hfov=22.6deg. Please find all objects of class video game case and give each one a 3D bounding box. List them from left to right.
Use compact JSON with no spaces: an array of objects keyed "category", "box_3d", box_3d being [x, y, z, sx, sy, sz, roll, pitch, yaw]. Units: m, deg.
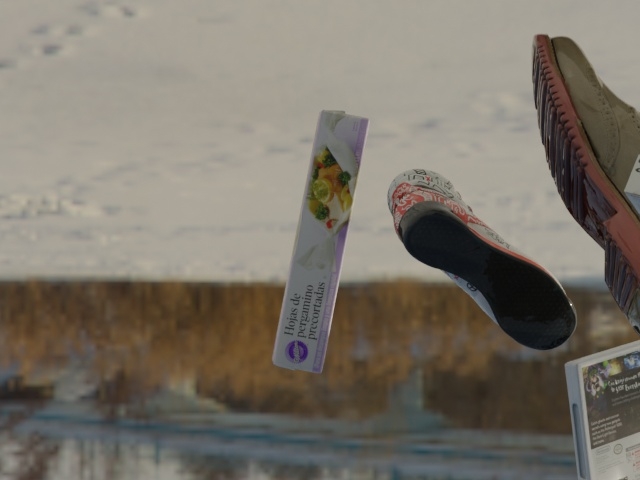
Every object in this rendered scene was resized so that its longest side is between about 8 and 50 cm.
[{"category":"video game case","box_3d":[0.347,0.202,1.781,0.190,0.173,0.022,-11,-174,-41]}]

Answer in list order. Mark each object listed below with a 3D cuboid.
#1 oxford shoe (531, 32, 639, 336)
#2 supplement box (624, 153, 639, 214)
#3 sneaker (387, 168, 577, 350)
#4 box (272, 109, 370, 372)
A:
[{"category":"oxford shoe","box_3d":[0.296,-0.063,1.496,0.130,0.348,0.123,-19,150,-3]},{"category":"supplement box","box_3d":[0.291,-0.029,1.293,0.062,0.036,0.098,17,167,31]},{"category":"sneaker","box_3d":[0.189,0.015,1.892,0.270,0.090,0.145,35,-163,-25]},{"category":"box","box_3d":[0.000,0.000,1.986,0.063,0.324,0.067,11,-178,-2]}]
